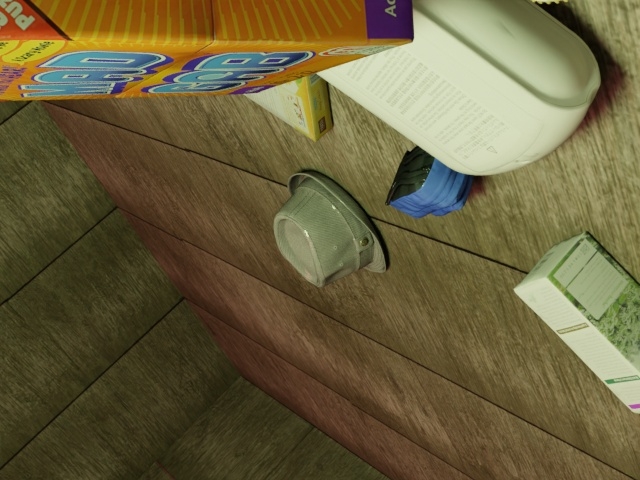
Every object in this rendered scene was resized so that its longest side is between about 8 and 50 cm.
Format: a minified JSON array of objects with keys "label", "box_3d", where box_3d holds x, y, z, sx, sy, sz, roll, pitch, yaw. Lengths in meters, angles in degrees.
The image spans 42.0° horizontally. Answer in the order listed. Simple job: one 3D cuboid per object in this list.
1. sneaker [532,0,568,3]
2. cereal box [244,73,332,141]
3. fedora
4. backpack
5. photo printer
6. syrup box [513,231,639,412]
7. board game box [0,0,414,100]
[{"label":"sneaker","box_3d":[0.180,-0.213,0.536,0.084,0.070,0.185,36,161,-29]},{"label":"cereal box","box_3d":[-0.088,-0.281,1.352,0.240,0.047,0.173,37,158,25]},{"label":"fedora","box_3d":[0.000,0.000,1.608,0.243,0.124,0.275,34,157,32]},{"label":"backpack","box_3d":[0.162,-0.087,1.162,0.101,0.098,0.120,19,164,-12]},{"label":"photo printer","box_3d":[0.137,-0.195,0.917,0.307,0.107,0.256,34,163,-4]},{"label":"syrup box","box_3d":[0.382,0.111,1.098,0.237,0.093,0.096,46,160,0]},{"label":"board game box","box_3d":[-0.166,-0.326,0.753,0.356,0.356,0.357,5,100,64]}]
